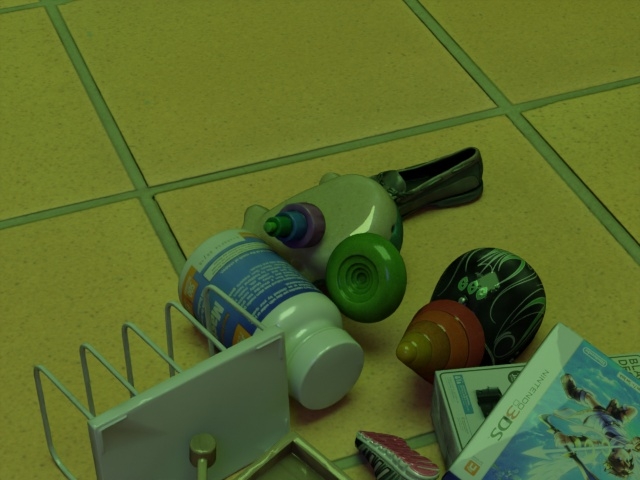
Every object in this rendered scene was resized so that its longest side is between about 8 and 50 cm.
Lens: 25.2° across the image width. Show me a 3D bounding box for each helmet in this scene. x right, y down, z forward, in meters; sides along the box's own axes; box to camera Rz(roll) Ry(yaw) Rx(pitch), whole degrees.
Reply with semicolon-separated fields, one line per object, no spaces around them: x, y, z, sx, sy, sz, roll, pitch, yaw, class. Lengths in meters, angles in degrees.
0.239;0.089;2.018;0.169;0.169;0.161;28;63;29;helmet

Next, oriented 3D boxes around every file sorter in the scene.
-0.201;0.205;1.838;0.277;0.193;0.173;-26;43;-28;file sorter

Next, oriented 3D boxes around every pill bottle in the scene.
-0.066;0.112;1.980;0.152;0.152;0.272;-25;45;-28;pill bottle

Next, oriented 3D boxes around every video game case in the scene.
0.326;0.273;1.733;0.269;0.061;0.244;36;70;9;video game case

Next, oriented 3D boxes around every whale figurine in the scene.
0.000;0.000;2.158;0.272;0.141;0.216;-4;52;31;whale figurine

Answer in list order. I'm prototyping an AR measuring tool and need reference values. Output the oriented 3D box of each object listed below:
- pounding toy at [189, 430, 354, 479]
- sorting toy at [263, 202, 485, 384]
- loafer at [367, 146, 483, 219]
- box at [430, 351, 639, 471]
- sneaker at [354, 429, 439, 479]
-0.082;0.324;1.757;0.206;0.094;0.181;37;56;24;pounding toy
0.052;0.069;1.941;0.365;0.127;0.126;40;22;24;sorting toy
0.137;-0.091;2.284;0.267;0.084;0.096;-15;42;-19;loafer
0.302;0.242;1.859;0.290;0.087;0.169;-3;40;-7;box
0.089;0.296;1.828;0.063;0.075;0.170;9;10;-31;sneaker
